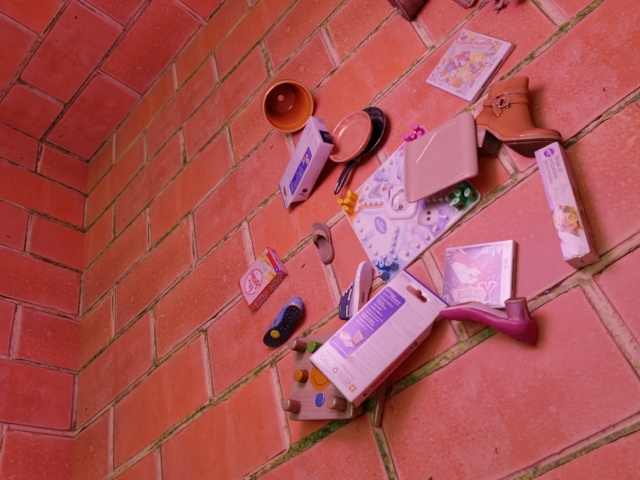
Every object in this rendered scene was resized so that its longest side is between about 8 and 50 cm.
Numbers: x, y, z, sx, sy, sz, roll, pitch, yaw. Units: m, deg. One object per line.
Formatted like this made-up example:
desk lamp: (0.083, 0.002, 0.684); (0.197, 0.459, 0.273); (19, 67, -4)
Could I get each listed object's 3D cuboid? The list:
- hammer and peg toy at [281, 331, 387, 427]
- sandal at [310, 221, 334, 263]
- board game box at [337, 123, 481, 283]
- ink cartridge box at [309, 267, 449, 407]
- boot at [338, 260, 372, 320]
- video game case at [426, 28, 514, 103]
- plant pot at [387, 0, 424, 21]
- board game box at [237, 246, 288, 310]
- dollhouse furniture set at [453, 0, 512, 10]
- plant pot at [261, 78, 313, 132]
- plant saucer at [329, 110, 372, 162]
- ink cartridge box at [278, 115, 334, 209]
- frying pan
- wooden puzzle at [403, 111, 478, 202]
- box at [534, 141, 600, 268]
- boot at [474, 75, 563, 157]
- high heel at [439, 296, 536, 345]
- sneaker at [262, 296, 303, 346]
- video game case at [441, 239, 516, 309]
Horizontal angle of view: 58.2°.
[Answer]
hammer and peg toy: (0.048, 0.393, 1.658); (0.361, 0.127, 0.265); (-16, 58, 41)
sandal: (0.000, 0.000, 1.985); (0.072, 0.049, 0.180); (-39, 46, 26)
board game box: (0.251, -0.126, 1.792); (0.390, 0.050, 0.389); (-45, 43, 20)
ink cartridge box: (0.162, 0.258, 1.562); (0.371, 0.069, 0.176); (-43, 56, -9)
boot: (0.102, 0.156, 1.776); (0.086, 0.069, 0.189); (-5, 68, 42)
video game case: (0.467, -0.556, 1.820); (0.206, 0.026, 0.227); (-55, 41, 9)
plant pot: (0.326, -0.913, 2.070); (0.165, 0.167, 0.167); (-42, 44, 12)
board game box: (-0.218, 0.142, 2.139); (0.193, 0.045, 0.146); (-50, 42, 14)
dollhouse furniture set: (0.507, -0.853, 1.806); (0.161, 0.212, 0.242); (-61, 13, 3)
plant pot: (-0.149, -0.566, 2.357); (0.205, 0.205, 0.188); (-52, 26, 12)
plant saucer: (0.108, -0.357, 2.008); (0.200, 0.037, 0.199); (-28, 48, 37)
ink cartridge box: (-0.059, -0.279, 2.139); (0.332, 0.065, 0.165); (-59, 35, 37)
frying pan: (0.150, -0.317, 2.002); (0.197, 0.053, 0.326); (-13, 62, 43)
wooden puzzle: (0.348, -0.236, 1.672); (0.239, 0.044, 0.220); (-21, 54, 41)
box: (0.597, -0.090, 1.398); (0.063, 0.067, 0.323); (-25, 52, 34)
boot: (0.547, -0.341, 1.570); (0.283, 0.109, 0.220); (5, 72, 58)
high heel: (0.410, 0.208, 1.425); (0.244, 0.082, 0.117); (-12, 90, 37)
sneaker: (-0.123, 0.278, 1.963); (0.209, 0.069, 0.082); (-54, 7, 22)
video game case: (0.415, 0.096, 1.519); (0.201, 0.023, 0.183); (-10, 62, 43)
